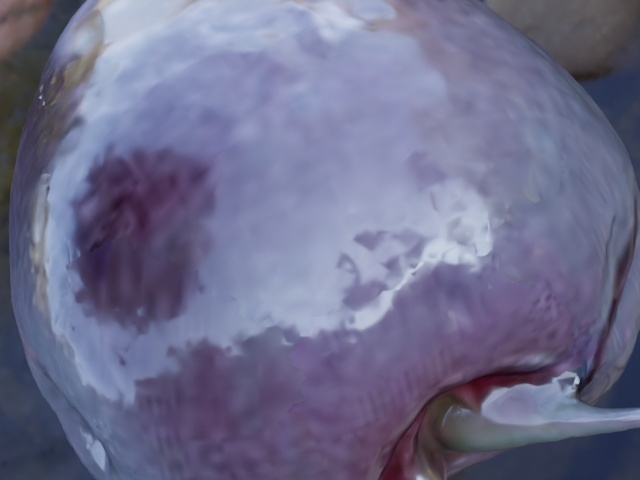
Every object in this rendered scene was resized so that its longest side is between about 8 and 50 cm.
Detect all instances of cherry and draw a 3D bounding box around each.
[{"bbox_3d":[0.000,0.000,0.593,0.213,0.183,0.266,-19,53,-24],"label":"cherry"}]
